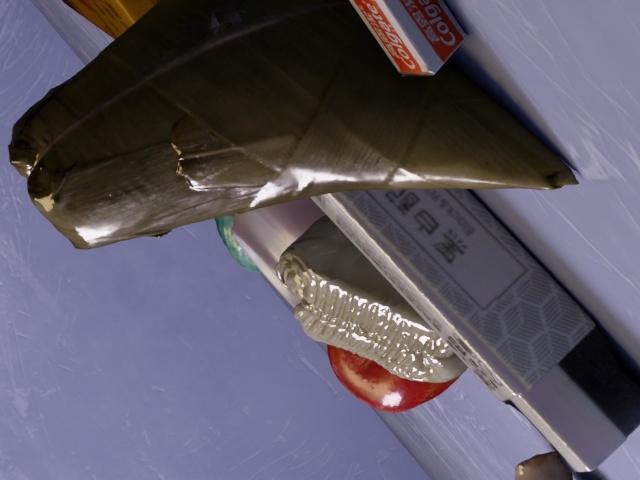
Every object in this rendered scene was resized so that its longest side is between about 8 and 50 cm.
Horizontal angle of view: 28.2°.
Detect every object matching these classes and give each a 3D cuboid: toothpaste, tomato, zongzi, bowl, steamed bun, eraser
[{"bbox_3d":[0.020,-0.186,0.764,0.040,0.047,0.196,10,143,55],"label":"toothpaste"},{"bbox_3d":[0.100,0.144,1.627,0.187,0.151,0.187,27,175,2],"label":"tomato"},{"bbox_3d":[-0.027,-0.049,0.854,0.300,0.274,0.145,43,170,23],"label":"zongzi"},{"bbox_3d":[0.000,0.000,1.480,0.287,0.144,0.287,47,174,7],"label":"bowl"},{"bbox_3d":[0.069,0.037,1.283,0.218,0.144,0.211,21,157,3],"label":"steamed bun"},{"bbox_3d":[0.113,0.019,1.094,0.404,0.096,0.098,47,172,7],"label":"eraser"}]

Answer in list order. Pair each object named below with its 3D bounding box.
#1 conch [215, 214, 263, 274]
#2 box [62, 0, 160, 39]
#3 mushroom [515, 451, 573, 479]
[{"bbox_3d":[-0.077,-0.046,1.767,0.202,0.134,0.196,43,-146,-1],"label":"conch"},{"bbox_3d":[-0.243,-0.330,1.263,0.264,0.116,0.415,52,172,-36],"label":"box"},{"bbox_3d":[0.297,0.366,1.626,0.204,0.204,0.204,47,173,8],"label":"mushroom"}]
